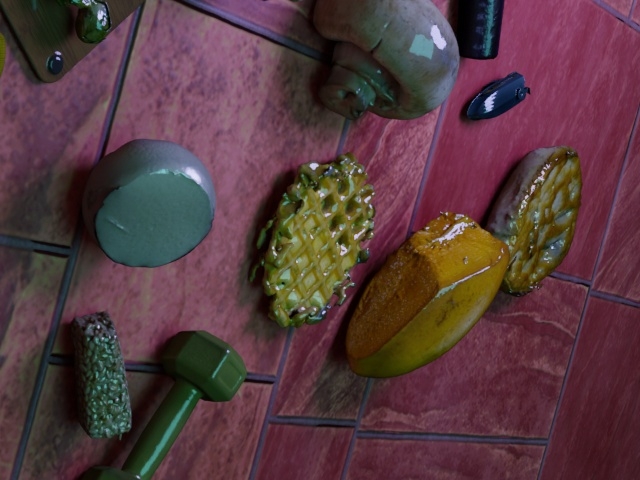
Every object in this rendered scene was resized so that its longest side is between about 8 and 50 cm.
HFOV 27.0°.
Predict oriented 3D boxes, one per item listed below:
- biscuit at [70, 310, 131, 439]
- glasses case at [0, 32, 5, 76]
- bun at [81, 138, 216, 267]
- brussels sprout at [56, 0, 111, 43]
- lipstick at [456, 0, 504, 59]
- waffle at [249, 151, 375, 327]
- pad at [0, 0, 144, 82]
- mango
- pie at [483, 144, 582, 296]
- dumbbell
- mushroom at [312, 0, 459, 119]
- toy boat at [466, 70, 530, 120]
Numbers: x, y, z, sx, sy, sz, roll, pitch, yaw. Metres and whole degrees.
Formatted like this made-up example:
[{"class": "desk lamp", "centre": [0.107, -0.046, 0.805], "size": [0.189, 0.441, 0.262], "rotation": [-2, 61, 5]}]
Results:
[{"class": "biscuit", "centre": [-0.288, 0.177, 1.749], "size": [0.070, 0.082, 0.168], "rotation": [-12, 115, -22]}, {"class": "glasses case", "centre": [-0.438, -0.202, 1.424], "size": [0.234, 0.064, 0.079], "rotation": [-5, 108, -51]}, {"class": "bun", "centre": [-0.222, -0.057, 1.708], "size": [0.173, 0.120, 0.173], "rotation": [-12, 131, -14]}, {"class": "brussels sprout", "centre": [-0.281, -0.274, 1.589], "size": [0.051, 0.046, 0.083], "rotation": [-60, 142, -28]}, {"class": "lipstick", "centre": [0.274, -0.451, 2.235], "size": [0.081, 0.081, 0.299], "rotation": [-18, 117, -48]}, {"class": "waffle", "centre": [0.002, 0.001, 2.068], "size": [0.262, 0.060, 0.280], "rotation": [0, 103, -52]}, {"class": "pad", "centre": [-0.293, -0.375, 1.591], "size": [0.284, 0.018, 0.286], "rotation": [-50, 138, -29]}, {"class": "mango", "centre": [0.176, 0.100, 2.229], "size": [0.199, 0.201, 0.350], "rotation": [46, 71, -17]}, {"class": "pie", "centre": [0.410, -0.037, 2.560], "size": [0.315, 0.092, 0.315], "rotation": [-31, 131, -44]}, {"class": "dumbbell", "centre": [-0.220, 0.266, 1.840], "size": [0.302, 0.108, 0.121], "rotation": [-59, 140, -20]}, {"class": "mushroom", "centre": [0.106, -0.274, 1.996], "size": [0.195, 0.189, 0.253], "rotation": [-57, 132, -23]}, {"class": "toy boat", "centre": [0.308, -0.250, 2.373], "size": [0.141, 0.060, 0.055], "rotation": [-32, 128, -33]}]
